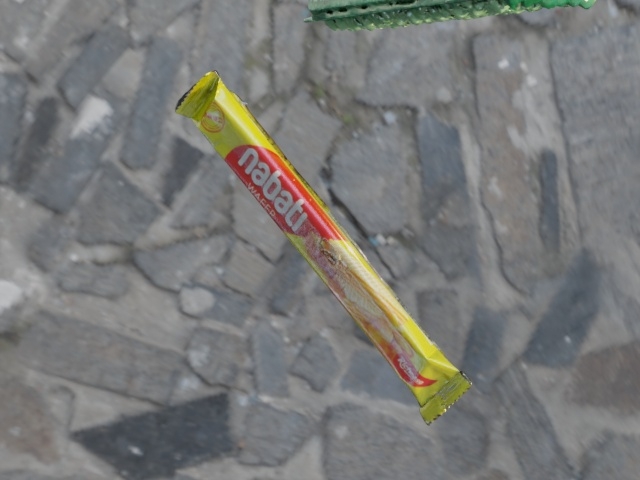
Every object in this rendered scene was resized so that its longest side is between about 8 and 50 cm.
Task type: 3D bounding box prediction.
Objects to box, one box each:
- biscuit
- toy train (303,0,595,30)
[{"bbox_3d":[0.000,0.000,1.051,0.292,0.026,0.048,51,129,12],"label":"biscuit"},{"bbox_3d":[0.092,-0.219,0.986,0.269,0.115,0.154,4,102,56],"label":"toy train"}]
